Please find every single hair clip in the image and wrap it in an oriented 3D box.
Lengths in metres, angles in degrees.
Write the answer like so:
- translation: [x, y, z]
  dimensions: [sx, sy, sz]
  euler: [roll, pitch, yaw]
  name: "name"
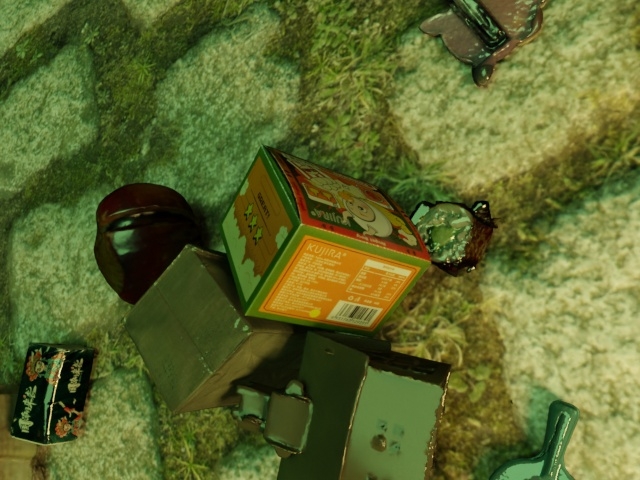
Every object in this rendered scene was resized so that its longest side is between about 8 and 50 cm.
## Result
- translation: [0.227, -0.327, 0.757]
  dimensions: [0.146, 0.056, 0.187]
  euler: [-40, 73, 13]
  name: "hair clip"

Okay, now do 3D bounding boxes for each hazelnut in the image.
- translation: [-0.287, 0.008, 0.893]
  dimensions: [0.178, 0.178, 0.204]
  euler: [-22, 75, 22]
  name: "hazelnut"

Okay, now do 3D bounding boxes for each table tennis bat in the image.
- translation: [0.261, 0.286, 0.617]
  dimensions: [0.124, 0.033, 0.201]
  euler: [15, 89, 27]
  name: "table tennis bat"

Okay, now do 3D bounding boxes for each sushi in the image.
- translation: [0.171, -0.009, 0.695]
  dimensions: [0.094, 0.084, 0.098]
  euler: [26, 90, 35]
  name: "sushi"

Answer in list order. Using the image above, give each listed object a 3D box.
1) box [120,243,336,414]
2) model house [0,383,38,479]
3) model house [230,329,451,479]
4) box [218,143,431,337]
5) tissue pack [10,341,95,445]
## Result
- translation: [-0.112, 0.121, 0.729]
  dimensions: [0.155, 0.231, 0.149]
  euler: [-47, 63, 10]
  name: "box"
- translation: [-0.681, 0.402, 0.920]
  dimensions: [0.243, 0.284, 0.298]
  euler: [-32, 57, 14]
  name: "model house"
- translation: [0.019, 0.220, 0.648]
  dimensions: [0.243, 0.204, 0.211]
  euler: [11, 87, 18]
  name: "model house"
- translation: [0.000, 0.000, 0.673]
  dimensions: [0.148, 0.195, 0.177]
  euler: [-57, 36, 26]
  name: "box"
- translation: [-0.489, 0.277, 0.971]
  dimensions: [0.103, 0.090, 0.170]
  euler: [2, 81, 25]
  name: "tissue pack"
